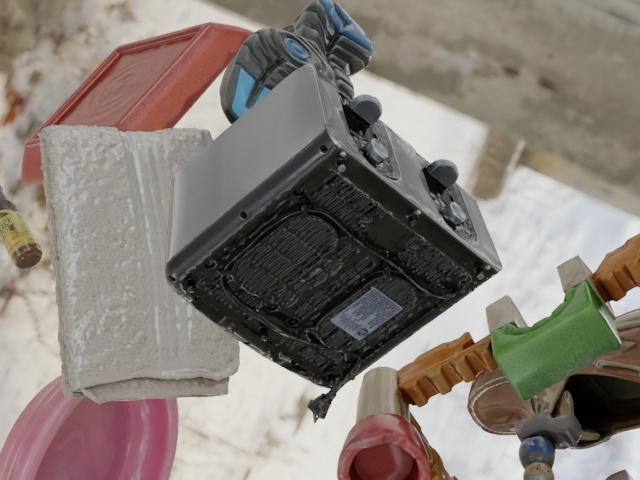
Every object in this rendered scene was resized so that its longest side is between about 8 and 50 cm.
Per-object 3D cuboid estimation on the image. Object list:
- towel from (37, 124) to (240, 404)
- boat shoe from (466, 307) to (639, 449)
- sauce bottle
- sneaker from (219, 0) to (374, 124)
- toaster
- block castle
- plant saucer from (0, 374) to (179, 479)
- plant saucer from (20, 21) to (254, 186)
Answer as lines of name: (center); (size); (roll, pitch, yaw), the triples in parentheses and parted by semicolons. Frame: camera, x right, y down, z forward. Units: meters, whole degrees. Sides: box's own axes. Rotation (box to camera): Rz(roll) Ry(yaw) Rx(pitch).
towel: (-0.176, 0.020, 1.511); (0.049, 0.187, 0.282); (-28, -113, 55)
boat shoe: (0.270, 0.158, 1.633); (0.324, 0.123, 0.116); (-27, -158, 48)
sauce bottle: (-0.399, -0.021, 1.972); (0.042, 0.128, 0.042); (-26, 148, -17)
sneaker: (-0.039, -0.156, 1.652); (0.139, 0.125, 0.341); (-43, -178, 24)
toaster: (0.000, 0.000, 1.015); (0.185, 0.168, 0.110); (-39, -147, 25)
block castle: (0.272, 0.186, 1.415); (0.453, 0.303, 0.213); (-30, -159, 14)
plant saucer: (-0.308, 0.296, 1.969); (0.332, 0.084, 0.332); (-39, 139, -46)
plant saucer: (-0.240, -0.178, 1.904); (0.048, 0.258, 0.259); (55, 54, -25)
